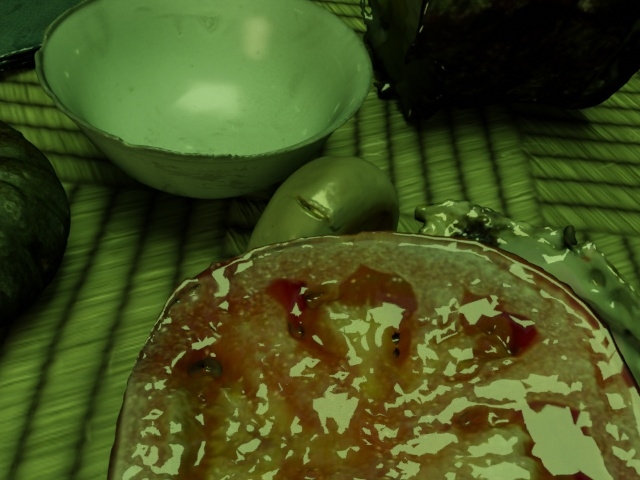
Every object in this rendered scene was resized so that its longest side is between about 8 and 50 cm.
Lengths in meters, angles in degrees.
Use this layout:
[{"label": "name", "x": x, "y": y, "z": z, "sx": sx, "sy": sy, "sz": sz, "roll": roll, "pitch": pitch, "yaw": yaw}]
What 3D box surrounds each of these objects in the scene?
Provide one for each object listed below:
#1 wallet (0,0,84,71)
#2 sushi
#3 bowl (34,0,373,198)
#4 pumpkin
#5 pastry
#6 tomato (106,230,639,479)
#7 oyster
[{"label": "wallet", "x": -0.438, "y": -0.256, "z": 0.823, "sx": 0.379, "sy": 0.046, "sz": 0.190, "roll": -29, "pitch": 57, "yaw": -32}, {"label": "sushi", "x": 0.209, "y": -0.307, "z": 0.803, "sx": 0.294, "sy": 0.281, "sz": 0.300, "roll": -8, "pitch": 55, "yaw": -7}, {"label": "bowl", "x": -0.112, "y": -0.131, "z": 0.680, "sx": 0.313, "sy": 0.146, "sz": 0.313, "roll": 5, "pitch": 46, "yaw": -5}, {"label": "pumpkin", "x": -0.317, "y": -0.019, "z": 0.536, "sx": 0.223, "sy": 0.157, "sz": 0.224, "roll": 9, "pitch": 52, "yaw": -12}, {"label": "pastry", "x": 0.000, "y": 0.000, "z": 0.567, "sx": 0.092, "sy": 0.156, "sz": 0.156, "roll": 25, "pitch": 48, "yaw": 21}, {"label": "tomato", "x": 0.039, "y": 0.156, "z": 0.416, "sx": 0.338, "sy": 0.144, "sz": 0.338, "roll": -4, "pitch": 53, "yaw": 5}, {"label": "oyster", "x": 0.183, "y": 0.103, "z": 0.541, "sx": 0.201, "sy": 0.107, "sz": 0.355, "roll": -21, "pitch": 60, "yaw": 5}]
